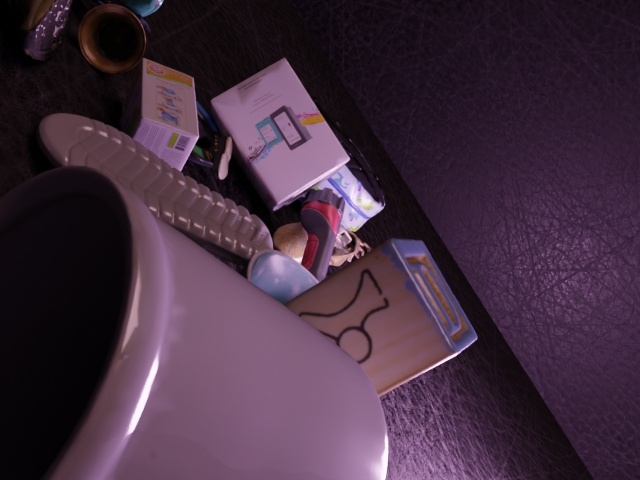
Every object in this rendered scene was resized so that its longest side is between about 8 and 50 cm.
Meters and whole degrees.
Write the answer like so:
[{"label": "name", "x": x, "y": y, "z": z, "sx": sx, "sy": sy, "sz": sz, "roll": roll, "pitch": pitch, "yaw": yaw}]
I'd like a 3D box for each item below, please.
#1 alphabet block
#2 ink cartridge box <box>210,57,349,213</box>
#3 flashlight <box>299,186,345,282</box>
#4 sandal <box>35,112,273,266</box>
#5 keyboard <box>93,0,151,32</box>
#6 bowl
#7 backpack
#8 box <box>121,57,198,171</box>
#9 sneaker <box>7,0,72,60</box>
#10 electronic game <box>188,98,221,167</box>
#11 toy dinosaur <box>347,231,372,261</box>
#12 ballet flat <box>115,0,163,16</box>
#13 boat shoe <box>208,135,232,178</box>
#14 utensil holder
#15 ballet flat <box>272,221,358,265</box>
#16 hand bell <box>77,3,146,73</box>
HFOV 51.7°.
[{"label": "alphabet block", "x": 0.097, "y": 0.125, "z": 1.014, "sx": 0.192, "sy": 0.197, "sz": 0.193, "roll": 63, "pitch": 20, "yaw": 13}, {"label": "ink cartridge box", "x": -0.099, "y": -0.230, "z": 1.524, "sx": 0.270, "sy": 0.197, "sz": 0.198, "roll": 57, "pitch": -10, "yaw": -1}, {"label": "flashlight", "x": -0.023, "y": 0.022, "z": 1.432, "sx": 0.103, "sy": 0.103, "sz": 0.304, "roll": 39, "pitch": 48, "yaw": -25}, {"label": "sandal", "x": -0.263, "y": -0.049, "z": 1.050, "sx": 0.416, "sy": 0.102, "sz": 0.169, "roll": 31, "pitch": 28, "yaw": -22}, {"label": "keyboard", "x": -0.424, "y": -0.488, "z": 1.320, "sx": 0.192, "sy": 0.038, "sz": 0.100, "roll": 29, "pitch": -1, "yaw": -1}, {"label": "bowl", "x": -0.072, "y": 0.187, "z": 1.052, "sx": 0.311, "sy": 0.163, "sz": 0.311, "roll": 48, "pitch": 20, "yaw": -23}, {"label": "backpack", "x": 0.024, "y": -0.188, "z": 1.830, "sx": 0.356, "sy": 0.273, "sz": 0.290, "roll": 33, "pitch": 17, "yaw": -17}, {"label": "box", "x": -0.294, "y": -0.221, "z": 1.201, "sx": 0.103, "sy": 0.114, "sz": 0.203, "roll": 17, "pitch": 38, "yaw": -28}, {"label": "sneaker", "x": -0.515, "y": -0.455, "z": 1.120, "sx": 0.182, "sy": 0.158, "sz": 0.410, "roll": 7, "pitch": 46, "yaw": -26}, {"label": "electronic game", "x": -0.286, "y": -0.255, "z": 1.423, "sx": 0.229, "sy": 0.048, "sz": 0.229, "roll": 48, "pitch": 21, "yaw": -25}, {"label": "toy dinosaur", "x": 0.105, "y": 0.007, "z": 1.969, "sx": 0.092, "sy": 0.053, "sz": 0.183, "roll": 45, "pitch": 22, "yaw": -29}, {"label": "ballet flat", "x": -0.408, "y": -0.517, "z": 1.385, "sx": 0.087, "sy": 0.083, "sz": 0.247, "roll": 27, "pitch": -2, "yaw": -37}, {"label": "boat shoe", "x": -0.212, "y": -0.172, "z": 1.381, "sx": 0.133, "sy": 0.042, "sz": 0.048, "roll": -89, "pitch": 179, "yaw": -48}, {"label": "utensil holder", "x": -0.157, "y": 0.167, "z": 0.632, "sx": 0.385, "sy": 0.328, "sz": 0.327, "roll": 41, "pitch": 24, "yaw": -47}, {"label": "ballet flat", "x": 0.000, "y": 0.000, "z": 1.619, "sx": 0.123, "sy": 0.123, "sz": 0.348, "roll": 62, "pitch": 19, "yaw": 15}, {"label": "hand bell", "x": -0.398, "y": -0.406, "z": 1.354, "sx": 0.126, "sy": 0.126, "sz": 0.242, "roll": 52, "pitch": 6, "yaw": -13}]
